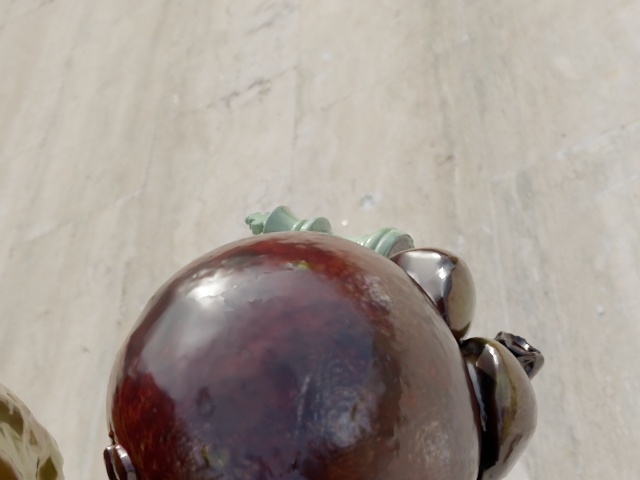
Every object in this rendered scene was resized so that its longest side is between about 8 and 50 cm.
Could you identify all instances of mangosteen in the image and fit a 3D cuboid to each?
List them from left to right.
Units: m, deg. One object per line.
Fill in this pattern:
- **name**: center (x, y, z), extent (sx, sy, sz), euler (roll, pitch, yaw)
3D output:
- **mangosteen**: center (0.012, 0.091, 0.568), extent (0.257, 0.215, 0.215), euler (-21, 32, -27)

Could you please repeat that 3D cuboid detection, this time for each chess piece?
- **chess piece**: center (0.000, 0.000, 0.831), extent (0.149, 0.059, 0.059), euler (20, 68, 31)

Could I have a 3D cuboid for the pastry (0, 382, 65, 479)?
- **pastry**: center (-0.304, 0.188, 0.499), extent (0.389, 0.312, 0.388), euler (4, 58, -6)
